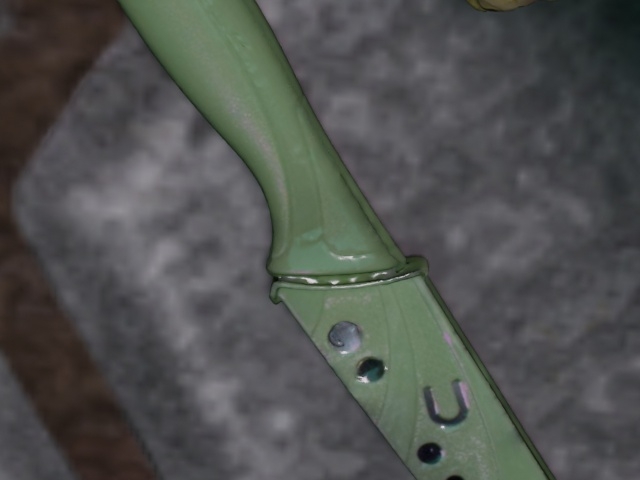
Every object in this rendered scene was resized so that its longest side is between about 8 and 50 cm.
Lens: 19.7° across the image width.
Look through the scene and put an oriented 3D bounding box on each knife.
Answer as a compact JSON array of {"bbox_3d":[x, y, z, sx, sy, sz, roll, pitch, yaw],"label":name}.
[{"bbox_3d":[0.000,-0.001,0.503,0.043,0.020,0.293,-30,111,13],"label":"knife"}]

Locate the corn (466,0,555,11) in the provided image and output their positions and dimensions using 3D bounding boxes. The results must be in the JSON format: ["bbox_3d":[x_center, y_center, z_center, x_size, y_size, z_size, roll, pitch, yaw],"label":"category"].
[{"bbox_3d":[0.030,-0.187,0.383,0.087,0.086,0.288,-12,115,7],"label":"corn"}]
